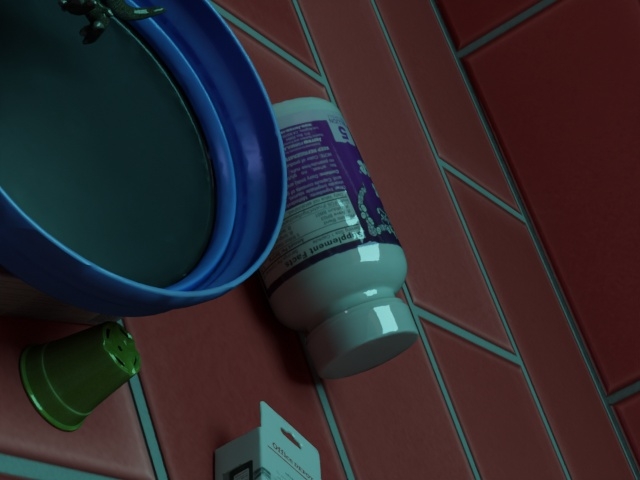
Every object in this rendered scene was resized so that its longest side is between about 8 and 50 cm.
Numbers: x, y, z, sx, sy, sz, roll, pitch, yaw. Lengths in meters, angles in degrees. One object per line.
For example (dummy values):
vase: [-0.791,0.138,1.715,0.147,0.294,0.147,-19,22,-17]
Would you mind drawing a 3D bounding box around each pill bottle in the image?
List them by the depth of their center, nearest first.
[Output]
pill bottle: [0.000,0.000,1.861,0.169,0.169,0.302,16,47,-63]

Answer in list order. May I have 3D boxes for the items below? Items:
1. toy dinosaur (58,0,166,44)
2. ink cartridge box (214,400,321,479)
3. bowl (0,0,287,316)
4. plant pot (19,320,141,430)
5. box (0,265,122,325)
toy dinosaur: [-0.222,-0.254,1.284,0.313,0.121,0.160,8,71,-43]
ink cartridge box: [-0.048,0.256,1.547,0.104,0.060,0.180,46,24,-33]
bowl: [-0.195,-0.112,1.375,0.391,0.077,0.391,31,42,-33]
plant pot: [-0.197,0.108,1.364,0.083,0.079,0.083,49,23,-30]
box: [-0.254,0.025,1.364,0.324,0.067,0.063,12,49,-63]
